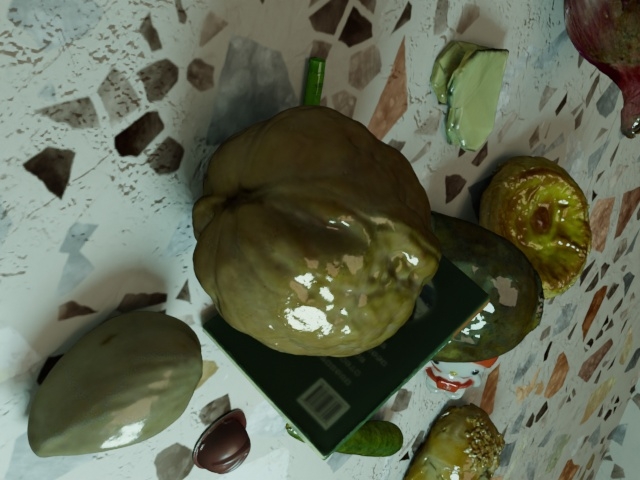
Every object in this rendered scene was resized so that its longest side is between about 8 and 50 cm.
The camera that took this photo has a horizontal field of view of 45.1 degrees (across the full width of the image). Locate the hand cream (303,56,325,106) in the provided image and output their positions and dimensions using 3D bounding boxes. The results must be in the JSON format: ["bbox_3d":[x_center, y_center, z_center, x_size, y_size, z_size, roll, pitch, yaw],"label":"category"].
[{"bbox_3d":[-0.013,-0.194,1.078,0.036,0.023,0.122,-20,130,-45],"label":"hand cream"}]

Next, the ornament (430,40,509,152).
[{"bbox_3d":[0.273,-0.268,1.333,0.180,0.059,0.201,-49,143,-17],"label":"ornament"}]

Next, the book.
[{"bbox_3d":[0.045,0.110,1.149,0.371,0.260,0.043,-37,161,-28],"label":"book"}]

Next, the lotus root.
[{"bbox_3d":[0.279,0.108,1.374,0.260,0.149,0.267,15,94,-12],"label":"lotus root"}]

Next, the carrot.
[{"bbox_3d":[0.047,0.367,1.452,0.358,0.074,0.074,24,94,-51],"label":"carrot"}]

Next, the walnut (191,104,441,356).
[{"bbox_3d":[0.003,-0.001,0.999,0.344,0.306,0.306,28,90,-53],"label":"walnut"}]

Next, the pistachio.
[{"bbox_3d":[-0.250,0.184,0.955,0.238,0.153,0.138,-40,177,-22],"label":"pistachio"}]

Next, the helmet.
[{"bbox_3d":[-0.143,0.329,1.221,0.111,0.057,0.089,-44,136,-21],"label":"helmet"}]

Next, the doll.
[{"bbox_3d":[0.281,0.201,1.544,0.130,0.161,0.290,-62,166,-49],"label":"doll"}]

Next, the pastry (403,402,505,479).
[{"bbox_3d":[0.325,0.540,1.801,0.255,0.162,0.311,22,94,-50],"label":"pastry"}]

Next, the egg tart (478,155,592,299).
[{"bbox_3d":[0.418,-0.025,1.552,0.295,0.116,0.294,1,86,-24],"label":"egg tart"}]

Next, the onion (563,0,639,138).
[{"bbox_3d":[0.606,-0.371,1.392,0.348,0.348,0.385,9,91,-51],"label":"onion"}]
